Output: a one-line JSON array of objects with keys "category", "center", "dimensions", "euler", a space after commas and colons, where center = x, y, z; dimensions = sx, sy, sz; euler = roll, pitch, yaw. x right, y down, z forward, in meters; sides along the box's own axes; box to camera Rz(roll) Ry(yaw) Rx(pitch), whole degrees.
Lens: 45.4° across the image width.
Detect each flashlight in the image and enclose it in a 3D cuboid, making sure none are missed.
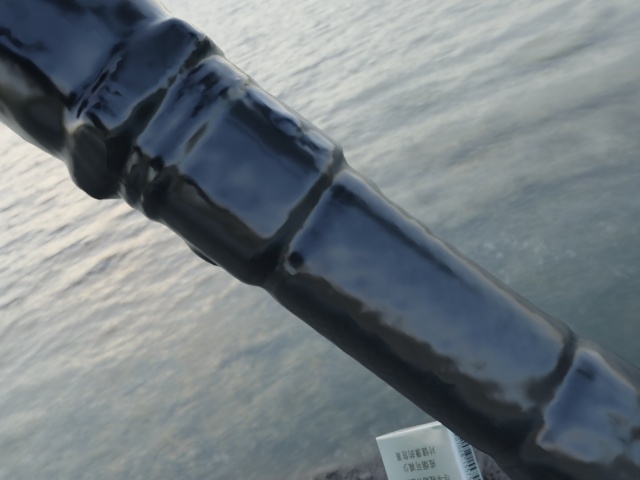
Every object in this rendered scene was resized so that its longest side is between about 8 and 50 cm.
[{"category": "flashlight", "center": [0.000, 0.000, 0.366], "dimensions": [0.103, 0.424, 0.103], "euler": [-53, -1, -2]}]

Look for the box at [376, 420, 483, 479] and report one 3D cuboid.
[{"category": "box", "center": [0.152, 0.341, 0.907], "dimensions": [0.035, 0.246, 0.139], "euler": [-9, -15, -39]}]
